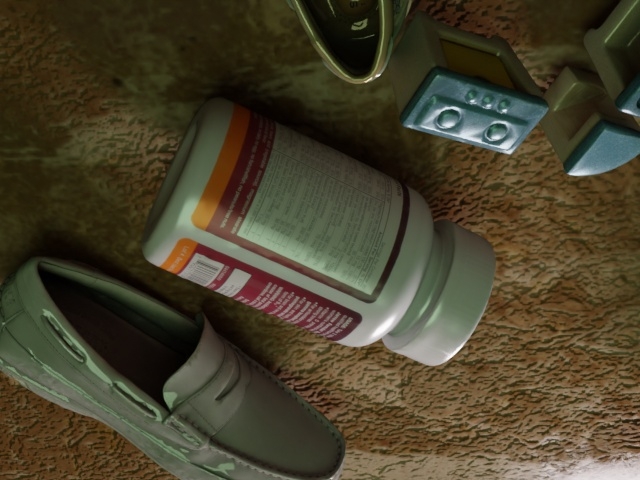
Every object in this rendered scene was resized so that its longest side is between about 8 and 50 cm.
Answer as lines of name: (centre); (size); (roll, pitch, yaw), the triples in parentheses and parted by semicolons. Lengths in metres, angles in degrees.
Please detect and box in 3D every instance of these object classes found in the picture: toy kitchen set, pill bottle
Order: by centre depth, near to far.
toy kitchen set: (0.162, -0.121, 0.531); (0.166, 0.122, 0.207); (11, 131, -28)
pill bottle: (0.000, 0.000, 0.670); (0.221, 0.121, 0.121); (24, 127, -15)

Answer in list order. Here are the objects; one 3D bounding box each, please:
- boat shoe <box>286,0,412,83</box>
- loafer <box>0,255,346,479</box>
boat shoe: (-0.007, -0.220, 0.511); (0.104, 0.089, 0.285); (-15, 127, 16)
loafer: (-0.110, 0.115, 0.778); (0.319, 0.112, 0.111); (28, 134, -16)
